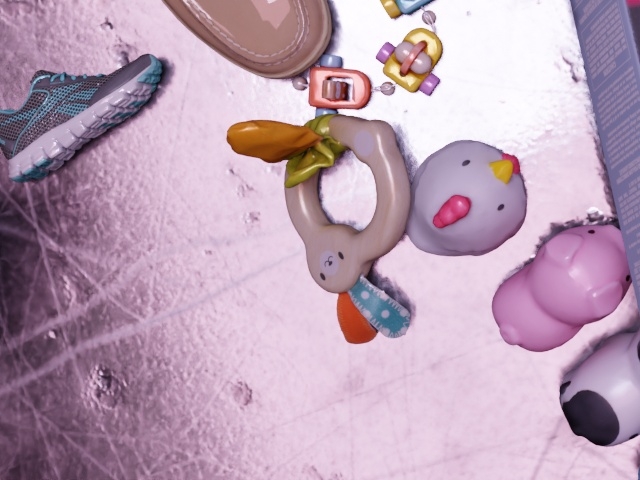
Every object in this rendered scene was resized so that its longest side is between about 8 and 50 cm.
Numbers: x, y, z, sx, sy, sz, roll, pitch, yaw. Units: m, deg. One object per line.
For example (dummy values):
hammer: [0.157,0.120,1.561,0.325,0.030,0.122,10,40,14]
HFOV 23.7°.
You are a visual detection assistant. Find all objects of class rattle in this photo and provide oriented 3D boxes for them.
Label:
rattle: [0.000,0.000,1.244,0.130,0.143,0.199,7,101,22]

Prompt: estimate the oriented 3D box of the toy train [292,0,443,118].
toy train: [0.043,-0.177,1.277,0.125,0.046,0.166,10,96,7]

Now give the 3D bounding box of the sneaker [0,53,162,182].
sneaker: [-0.215,-0.121,1.313,0.166,0.065,0.076,-33,85,8]

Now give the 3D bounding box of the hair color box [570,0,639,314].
hair color box: [0.321,-0.061,1.148,0.185,0.113,0.374,-9,80,-10]

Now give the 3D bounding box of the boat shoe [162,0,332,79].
boat shoe: [-0.123,-0.273,1.257,0.121,0.110,0.341,-41,86,10]

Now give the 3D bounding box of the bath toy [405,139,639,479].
bath toy: [0.209,0.054,1.229,0.151,0.129,0.348,-44,86,9]
